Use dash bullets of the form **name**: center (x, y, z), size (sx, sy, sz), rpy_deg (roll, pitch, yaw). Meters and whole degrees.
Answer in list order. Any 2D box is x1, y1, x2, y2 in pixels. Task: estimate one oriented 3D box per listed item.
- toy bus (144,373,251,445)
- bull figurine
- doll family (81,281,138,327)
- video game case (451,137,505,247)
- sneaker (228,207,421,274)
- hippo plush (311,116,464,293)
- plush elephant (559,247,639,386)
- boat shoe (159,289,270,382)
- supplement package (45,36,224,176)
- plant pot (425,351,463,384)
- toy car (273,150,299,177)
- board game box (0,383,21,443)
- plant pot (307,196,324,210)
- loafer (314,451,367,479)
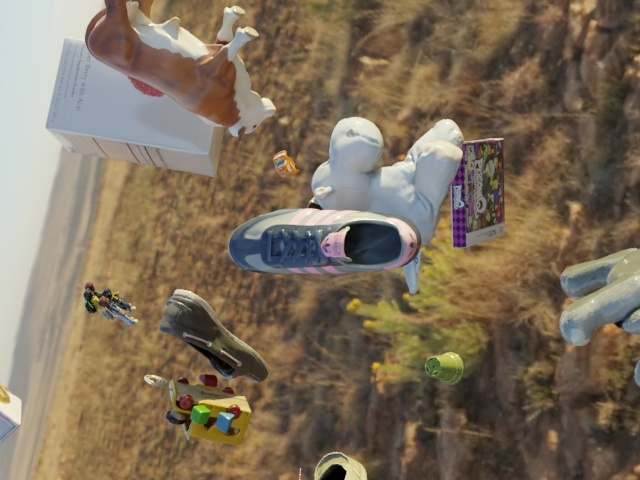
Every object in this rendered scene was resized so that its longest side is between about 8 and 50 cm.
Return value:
- **toy bus**: center (-0.243, 0.352, 1.641), size (0.191, 0.202, 0.104), rpy_deg (2, -72, -62)
- **bull figurine**: center (-0.195, -0.275, 1.214), size (0.188, 0.310, 0.101), rpy_deg (-58, 17, 32)
- **doll family**: center (-0.520, 0.152, 1.966), size (0.193, 0.111, 0.076), rpy_deg (3, 54, 39)
- **video game case**: center (0.358, -0.112, 1.834), size (0.041, 0.210, 0.232), rpy_deg (3, 99, 36)
- **sneaker**: center (0.000, 0.000, 1.285), size (0.131, 0.318, 0.112), rpy_deg (-18, -77, -83)
- **hippo plush**: center (0.108, -0.102, 1.470), size (0.234, 0.236, 0.294), rpy_deg (-60, -13, -76)
- **plush elephant**: center (0.601, 0.140, 1.397), size (0.330, 0.255, 0.272), rpy_deg (-27, 8, 16)
- **boat shoe**: center (-0.226, 0.229, 1.703), size (0.112, 0.335, 0.095), rpy_deg (8, 58, 38)
- **supplement package**: center (-0.327, -0.243, 1.504), size (0.175, 0.292, 0.178), rpy_deg (111, 168, -81)
- **plant pot**: center (0.308, 0.324, 2.059), size (0.083, 0.079, 0.083), rpy_deg (-12, 73, 41)
- **toy car**: center (-0.039, -0.155, 1.652), size (0.040, 0.122, 0.060), rpy_deg (-62, -39, -55)
- **board game box**: center (-0.472, 0.149, 0.639), size (0.318, 0.319, 0.066), rpy_deg (-43, 20, -7)
- **plant pot**: center (0.028, -0.038, 1.546), size (0.096, 0.109, 0.109), rpy_deg (-70, -4, -56)
- **loafer**: center (0.037, 0.479, 1.606), size (0.102, 0.092, 0.268), rpy_deg (-47, 13, -5)
